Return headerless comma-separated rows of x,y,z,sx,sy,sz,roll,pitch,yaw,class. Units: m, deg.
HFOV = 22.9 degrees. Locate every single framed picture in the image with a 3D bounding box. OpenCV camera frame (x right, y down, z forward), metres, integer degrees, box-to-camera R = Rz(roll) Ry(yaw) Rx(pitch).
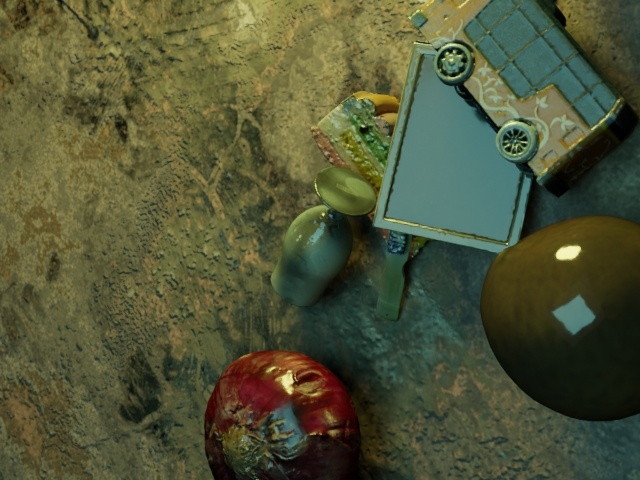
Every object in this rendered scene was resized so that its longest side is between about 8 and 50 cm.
0.185,-0.119,2.029,0.197,0.014,0.252,12,86,19,framed picture

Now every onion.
-0.046,0.269,2.127,0.246,0.190,0.246,10,102,53,onion

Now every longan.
0.314,0.086,1.848,0.258,0.258,0.258,0,89,34,longan

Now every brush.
0.100,0.027,2.099,0.033,0.030,0.179,13,112,11,brush

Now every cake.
0.096,-0.094,2.123,0.109,0.090,0.225,-36,89,26,cake

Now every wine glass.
0.000,0.000,2.120,0.093,0.093,0.202,53,139,23,wine glass

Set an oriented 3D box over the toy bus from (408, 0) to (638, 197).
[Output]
0.248,-0.207,1.939,0.167,0.138,0.275,-41,73,11,toy bus
